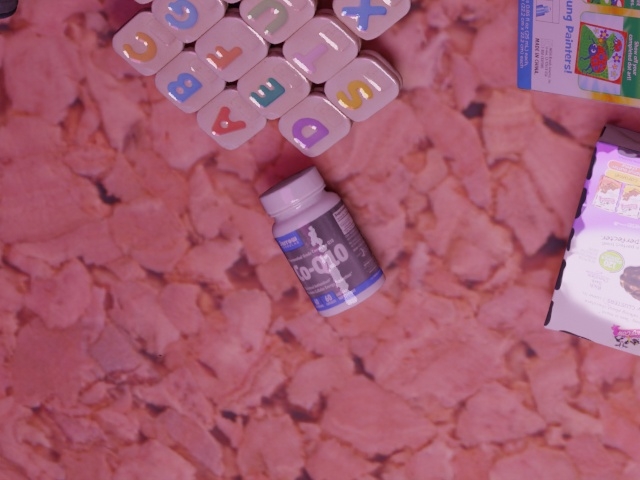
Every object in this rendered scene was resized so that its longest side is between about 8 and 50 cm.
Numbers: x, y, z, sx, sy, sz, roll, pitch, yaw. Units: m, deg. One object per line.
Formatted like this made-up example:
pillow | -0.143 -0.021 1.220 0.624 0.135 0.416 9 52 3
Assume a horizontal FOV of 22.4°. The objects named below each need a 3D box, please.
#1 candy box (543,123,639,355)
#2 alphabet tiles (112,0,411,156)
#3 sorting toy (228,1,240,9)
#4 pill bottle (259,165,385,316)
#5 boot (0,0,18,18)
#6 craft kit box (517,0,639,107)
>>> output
candy box | 0.316 0.010 1.521 0.165 0.070 0.196 17 112 10
alphabet tiles | -0.062 -0.204 1.534 0.284 0.021 0.278 42 129 -18
sorting toy | -0.108 -0.251 1.574 0.102 0.061 0.042 41 73 -8
pill bottle | 0.000 0.000 1.608 0.078 0.078 0.137 -27 99 23
boot | -0.324 -0.400 1.537 0.223 0.118 0.338 -27 71 50
craft kit box | 0.287 -0.239 1.401 0.247 0.061 0.249 17 116 40
